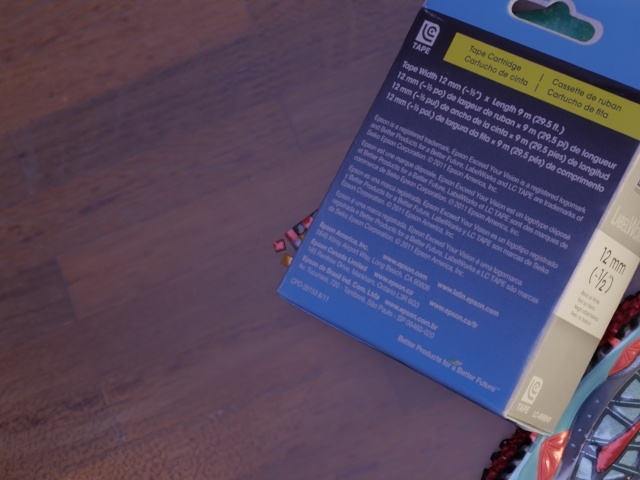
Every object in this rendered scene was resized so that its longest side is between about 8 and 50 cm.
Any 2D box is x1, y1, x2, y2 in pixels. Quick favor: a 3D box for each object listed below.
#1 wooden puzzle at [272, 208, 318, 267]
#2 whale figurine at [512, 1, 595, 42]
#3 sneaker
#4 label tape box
[{"bbox_3d":[0.000,0.000,1.499,0.083,0.006,0.049,-36,82,4],"label":"wooden puzzle"},{"bbox_3d":[0.278,-0.218,1.406,0.272,0.141,0.216,-32,83,5],"label":"whale figurine"},{"bbox_3d":[0.250,0.157,1.421,0.125,0.104,0.262,36,98,-5],"label":"sneaker"},{"bbox_3d":[0.153,-0.049,1.385,0.249,0.115,0.348,27,88,34],"label":"label tape box"}]
